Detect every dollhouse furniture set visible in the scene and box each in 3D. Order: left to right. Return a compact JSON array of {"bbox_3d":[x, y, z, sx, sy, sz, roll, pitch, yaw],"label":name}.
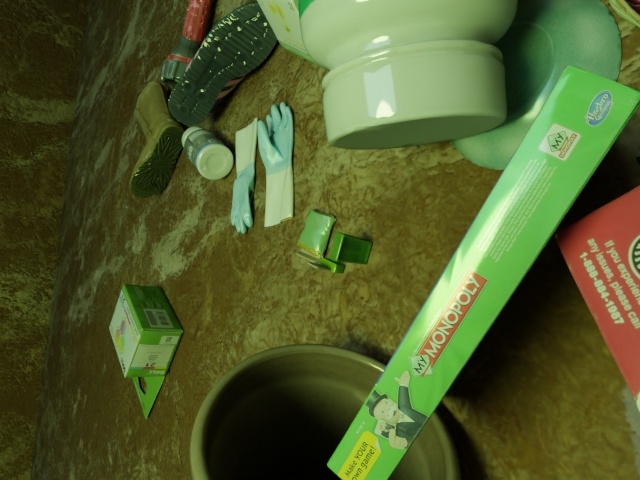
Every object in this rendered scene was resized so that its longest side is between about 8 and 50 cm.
[{"bbox_3d":[0.000,0.000,0.680,0.151,0.058,0.076,23,99,50],"label":"dollhouse furniture set"}]

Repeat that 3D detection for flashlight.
[{"bbox_3d":[-0.302,-0.516,1.134,0.103,0.103,0.304,13,91,24],"label":"flashlight"}]

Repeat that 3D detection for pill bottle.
[{"bbox_3d":[-0.243,-0.189,0.999,0.137,0.078,0.078,45,115,46],"label":"pill bottle"},{"bbox_3d":[0.075,-0.281,0.450,0.204,0.204,0.361,-3,93,50],"label":"pill bottle"}]

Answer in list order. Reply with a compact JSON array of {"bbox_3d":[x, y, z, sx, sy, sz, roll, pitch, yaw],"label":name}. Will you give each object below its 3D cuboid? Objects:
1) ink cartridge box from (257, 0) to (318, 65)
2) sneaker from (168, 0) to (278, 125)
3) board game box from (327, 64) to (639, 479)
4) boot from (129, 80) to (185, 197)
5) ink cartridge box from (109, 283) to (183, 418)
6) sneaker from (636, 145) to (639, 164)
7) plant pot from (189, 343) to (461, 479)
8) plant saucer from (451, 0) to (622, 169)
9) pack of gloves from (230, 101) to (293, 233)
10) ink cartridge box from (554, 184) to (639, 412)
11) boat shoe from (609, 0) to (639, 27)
[{"bbox_3d":[-0.058,-0.391,0.716,0.056,0.235,0.171,-40,45,-3],"label":"ink cartridge box"},{"bbox_3d":[-0.198,-0.379,0.977,0.319,0.112,0.131,-32,30,30],"label":"sneaker"},{"bbox_3d":[0.135,0.037,0.395,0.046,0.213,0.317,34,109,21],"label":"board game box"},{"bbox_3d":[-0.457,-0.275,1.277,0.236,0.089,0.269,-51,46,16],"label":"boot"},{"bbox_3d":[-0.431,0.260,1.103,0.189,0.097,0.255,41,112,46],"label":"ink cartridge box"},{"bbox_3d":[0.330,-0.101,0.295,0.237,0.085,0.086,-37,62,43],"label":"sneaker"},{"bbox_3d":[-0.008,0.283,0.506,0.263,0.263,0.229,41,130,47],"label":"plant pot"},{"bbox_3d":[0.202,-0.174,0.498,0.195,0.037,0.195,-16,69,48],"label":"plant saucer"},{"bbox_3d":[-0.124,-0.134,0.871,0.195,0.046,0.232,-16,69,46],"label":"pack of gloves"},{"bbox_3d":[0.304,0.022,0.198,0.306,0.131,0.226,-41,40,36],"label":"ink cartridge box"},{"bbox_3d":[0.290,-0.191,0.390,0.050,0.045,0.135,-56,45,26],"label":"boat shoe"}]
